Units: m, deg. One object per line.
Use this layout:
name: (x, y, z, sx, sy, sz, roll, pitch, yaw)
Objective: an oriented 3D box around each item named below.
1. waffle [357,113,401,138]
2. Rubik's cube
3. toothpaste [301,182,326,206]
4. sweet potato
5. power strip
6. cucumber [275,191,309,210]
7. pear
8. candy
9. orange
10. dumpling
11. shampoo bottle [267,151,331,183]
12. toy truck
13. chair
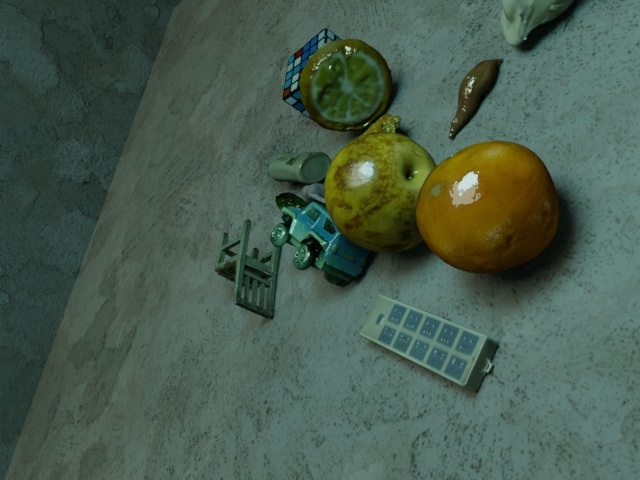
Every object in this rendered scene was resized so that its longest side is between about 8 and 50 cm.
waffle: (0.110, -0.227, 1.717, 0.291, 0.051, 0.291, -47, 10, 11)
Rubik's cube: (0.018, -0.480, 1.985, 0.184, 0.187, 0.182, -28, 46, 42)
toothpaste: (0.020, -0.111, 1.789, 0.099, 0.069, 0.282, -21, 21, -17)
sweet potato: (0.352, -0.346, 1.562, 0.226, 0.068, 0.068, -59, 34, 3)
power strip: (0.205, 0.200, 1.369, 0.367, 0.043, 0.106, 17, 79, 55)
cucumber: (-0.063, -0.090, 1.913, 0.227, 0.069, 0.069, 31, 91, 51)
pear: (0.138, -0.102, 1.479, 0.280, 0.280, 0.281, -32, 43, 35)
candy: (0.071, -0.421, 1.813, 0.260, 0.259, 0.118, -45, 34, 21)
orange: (0.308, -0.064, 1.242, 0.261, 0.261, 0.261, -32, 43, 35)
dumpling: (0.480, -0.610, 1.478, 0.318, 0.187, 0.243, -50, 39, 20)
shampoo bottle: (-0.079, -0.220, 1.990, 0.118, 0.087, 0.234, -30, 22, -28)
toy truck: (0.000, 0.000, 1.677, 0.156, 0.155, 0.279, -60, 35, 8)
chair: (-0.215, 0.097, 1.904, 0.147, 0.136, 0.271, -26, 48, 42)
